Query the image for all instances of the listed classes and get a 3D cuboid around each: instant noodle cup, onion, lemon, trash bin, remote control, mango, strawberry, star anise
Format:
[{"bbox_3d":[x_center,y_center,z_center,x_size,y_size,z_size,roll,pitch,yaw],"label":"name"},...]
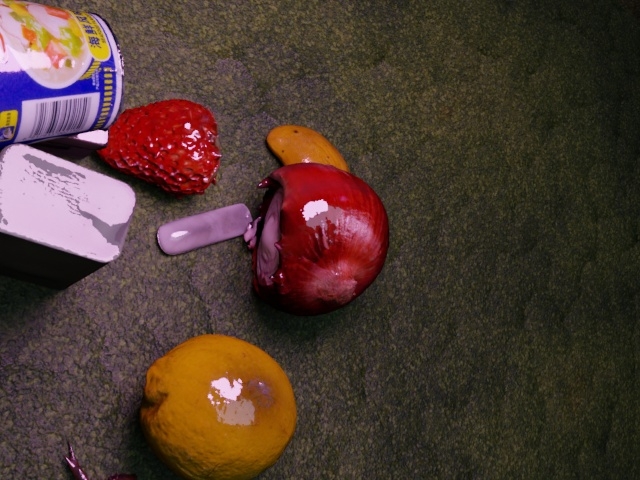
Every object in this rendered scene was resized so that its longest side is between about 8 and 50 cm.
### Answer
[{"bbox_3d":[-0.480,-0.253,0.948,0.312,0.284,0.284,-15,90,-43],"label":"instant noodle cup"},{"bbox_3d":[-0.004,-0.001,1.374,0.341,0.341,0.341,7,78,-34],"label":"onion"},{"bbox_3d":[-0.194,0.323,1.209,0.297,0.297,0.296,7,78,-34],"label":"lemon"},{"bbox_3d":[-0.464,-0.023,1.044,0.223,0.343,0.158,22,72,-31],"label":"trash bin"},{"bbox_3d":[-0.246,-0.028,1.376,0.229,0.044,0.073,-18,89,-35],"label":"remote control"},{"bbox_3d":[-0.017,-0.177,1.521,0.262,0.109,0.157,50,62,-15],"label":"mango"},{"bbox_3d":[-0.329,-0.193,1.288,0.245,0.205,0.205,0,81,-13],"label":"strawberry"},{"bbox_3d":[-0.426,0.463,1.153,0.144,0.158,0.140,19,56,4],"label":"star anise"}]

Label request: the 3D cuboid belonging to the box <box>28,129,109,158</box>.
[{"bbox_3d":[-0.532,-0.266,1.157,0.252,0.153,0.188,5,81,-34],"label":"box"}]
